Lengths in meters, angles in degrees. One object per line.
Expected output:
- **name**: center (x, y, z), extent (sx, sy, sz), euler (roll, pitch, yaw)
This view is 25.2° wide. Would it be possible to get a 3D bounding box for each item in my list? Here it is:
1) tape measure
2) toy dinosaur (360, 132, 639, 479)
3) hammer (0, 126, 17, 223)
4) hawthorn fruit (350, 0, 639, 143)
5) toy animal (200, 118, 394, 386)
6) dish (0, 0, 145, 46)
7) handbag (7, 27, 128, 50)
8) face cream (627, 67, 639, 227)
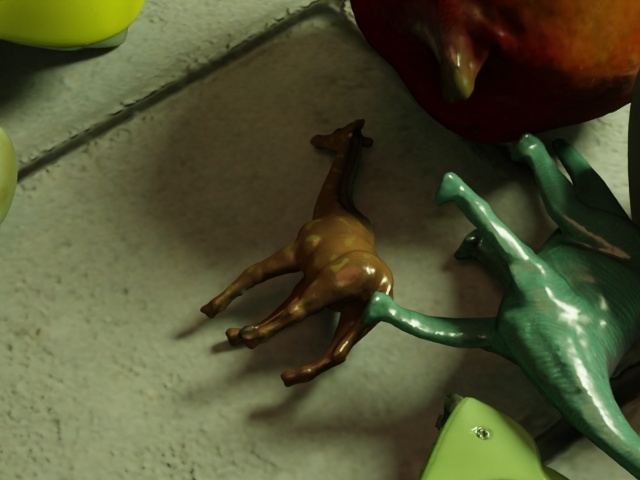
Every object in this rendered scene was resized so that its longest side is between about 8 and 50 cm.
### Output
- **tape measure**: center (0.117, 0.216, 0.959), extent (0.175, 0.106, 0.200), euler (25, 46, 15)
- **toy dinosaur**: center (0.234, 0.065, 1.072), extent (0.331, 0.129, 0.383), euler (34, 39, 19)
- **hammer**: center (-0.352, -0.121, 1.288), extent (0.202, 0.113, 0.305), euler (3, 43, 3)
- **hawthorn fruit**: center (0.160, -0.227, 1.202), extent (0.311, 0.295, 0.295), euler (-8, 43, -42)
- **toy animal**: center (0.000, 0.000, 1.182), extent (0.230, 0.066, 0.224), euler (-41, 40, -15)
- **dish**: center (-0.279, -0.284, 1.271), extent (0.262, 0.108, 0.221), euler (-2, 48, -18)
- **handbag**: center (-0.305, -0.282, 1.385), extent (0.219, 0.079, 0.256), euler (0, 47, -23)
- **face cream**: center (0.348, -0.044, 1.088), extent (0.179, 0.218, 0.218), euler (-5, 51, -2)
